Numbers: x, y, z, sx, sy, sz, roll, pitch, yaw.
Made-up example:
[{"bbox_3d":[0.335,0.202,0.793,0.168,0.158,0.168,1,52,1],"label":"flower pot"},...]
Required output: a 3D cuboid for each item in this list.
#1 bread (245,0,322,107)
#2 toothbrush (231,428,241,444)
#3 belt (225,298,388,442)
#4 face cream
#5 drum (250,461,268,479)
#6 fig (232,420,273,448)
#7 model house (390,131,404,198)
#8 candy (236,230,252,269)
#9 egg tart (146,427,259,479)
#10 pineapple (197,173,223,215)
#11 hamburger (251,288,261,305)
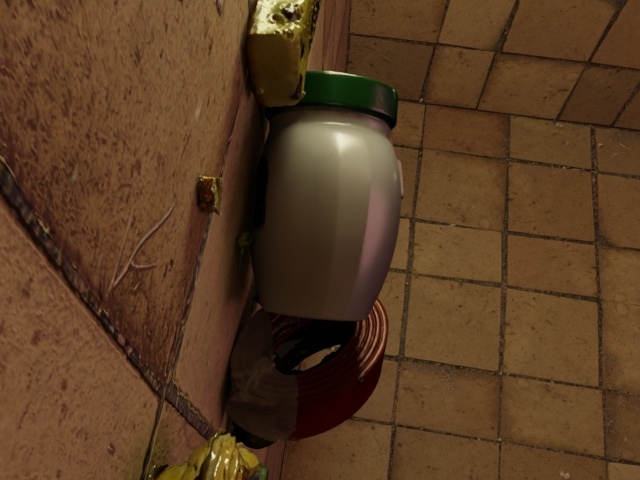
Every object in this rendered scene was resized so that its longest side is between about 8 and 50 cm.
[{"bbox_3d":[-0.036,-0.356,0.929,0.138,0.077,0.361,93,6,-58],"label":"bread"},{"bbox_3d":[-0.163,0.396,1.114,0.321,0.023,0.031,-73,173,-73],"label":"toothbrush"},{"bbox_3d":[-0.020,0.204,1.119,0.324,0.227,0.115,-37,146,-35],"label":"belt"},{"bbox_3d":[0.007,-0.061,1.018,0.312,0.220,0.356,170,-75,-76],"label":"face cream"},{"bbox_3d":[-0.158,0.582,1.503,0.253,0.049,0.129,88,10,-75],"label":"drum"},{"bbox_3d":[-0.111,0.301,1.205,0.177,0.117,0.117,-121,-142,-77],"label":"fig"},{"bbox_3d":[0.085,-0.180,1.646,0.202,0.237,0.237,-79,156,-47],"label":"model house"},{"bbox_3d":[-0.117,0.017,0.985,0.083,0.023,0.025,105,-19,-50],"label":"candy"},{"bbox_3d":[-0.129,0.297,0.634,0.241,0.106,0.240,11,90,-88],"label":"egg tart"},{"bbox_3d":[-0.119,-0.050,0.714,0.083,0.019,0.045,-89,-176,-87],"label":"pineapple"},{"bbox_3d":[-0.072,0.099,1.229,0.102,0.087,0.176,-34,158,-55],"label":"hamburger"}]
